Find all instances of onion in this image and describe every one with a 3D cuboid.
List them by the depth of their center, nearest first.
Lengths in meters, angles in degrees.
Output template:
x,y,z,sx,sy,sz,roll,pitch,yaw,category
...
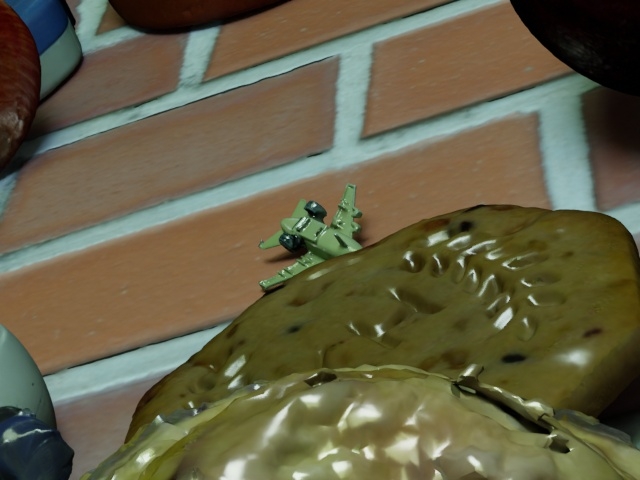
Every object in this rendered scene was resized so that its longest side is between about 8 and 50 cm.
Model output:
x,y,z,sx,sy,sz,roll,pitch,yaw,category
-0.380,-0.146,1.611,0.230,0.163,0.230,-5,75,21,onion

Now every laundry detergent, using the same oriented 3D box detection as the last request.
x,y,z,sx,sy,sz,roll,pitch,yaw,category
-0.275,0.137,1.156,0.281,0.105,0.215,10,42,44,laundry detergent

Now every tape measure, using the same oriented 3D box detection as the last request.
x,y,z,sx,sy,sz,roll,pitch,yaw,category
-0.391,-0.149,1.765,0.215,0.098,0.351,-3,36,37,tape measure

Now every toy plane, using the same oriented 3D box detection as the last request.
x,y,z,sx,sy,sz,roll,pitch,yaw,category
0.000,0.000,1.252,0.102,0.040,0.111,-52,32,-11,toy plane

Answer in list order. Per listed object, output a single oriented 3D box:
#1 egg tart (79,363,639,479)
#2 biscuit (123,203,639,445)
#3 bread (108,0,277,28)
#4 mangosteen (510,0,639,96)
x,y,z,sx,sy,sz,roll,pitch,yaw,category
0.030,0.163,0.720,0.352,0.150,0.352,0,46,0,egg tart
0.032,0.077,1.050,0.359,0.046,0.359,-23,20,9,biscuit
-0.086,-0.337,1.835,0.328,0.114,0.295,-13,31,19,bread
0.284,-0.224,1.192,0.347,0.307,0.307,36,59,26,mangosteen
